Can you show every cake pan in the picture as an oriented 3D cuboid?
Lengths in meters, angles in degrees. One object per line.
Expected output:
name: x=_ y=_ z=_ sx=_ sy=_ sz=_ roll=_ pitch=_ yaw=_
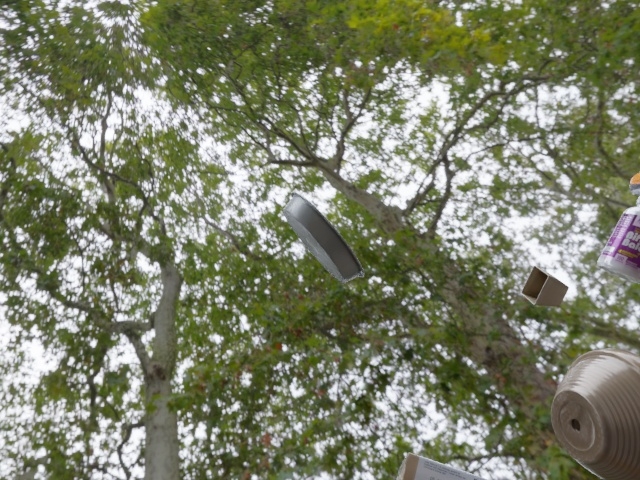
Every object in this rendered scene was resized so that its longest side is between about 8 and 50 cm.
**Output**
cake pan: x=0.000 y=0.000 z=1.335 sx=0.054 sy=0.293 sz=0.293 roll=-40 pitch=-58 yaw=-8

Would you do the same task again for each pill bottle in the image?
pill bottle: x=1.122 y=-0.012 z=1.777 sx=0.169 sy=0.169 sz=0.301 roll=23 pitch=-86 yaw=-29

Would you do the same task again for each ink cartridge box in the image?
ink cartridge box: x=0.291 y=0.575 z=1.147 sx=0.235 sy=0.088 sz=0.193 roll=16 pitch=-31 yaw=12

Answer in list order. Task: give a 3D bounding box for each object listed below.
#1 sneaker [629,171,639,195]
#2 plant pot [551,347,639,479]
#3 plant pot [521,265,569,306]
sneaker: x=0.676 y=-0.198 z=0.886 sx=0.125 sy=0.321 sz=0.179 roll=-10 pitch=-101 yaw=-23
plant pot: x=0.477 y=0.307 z=0.860 sx=0.110 sy=0.237 sz=0.237 roll=-1 pitch=-66 yaw=-17
plant pot: x=0.758 y=0.161 z=1.695 sx=0.097 sy=0.109 sz=0.109 roll=18 pitch=-76 yaw=-7
